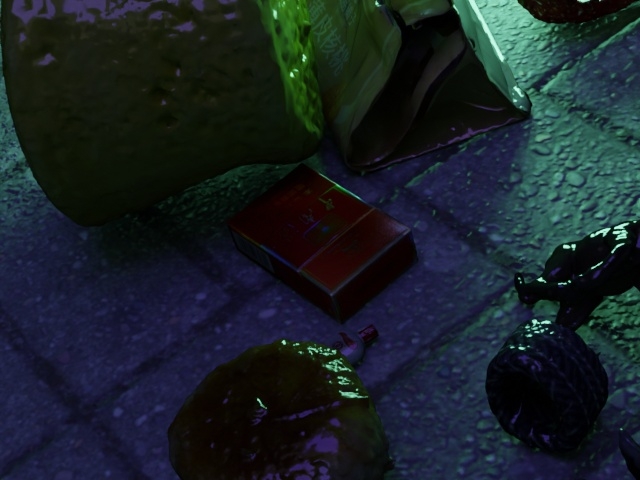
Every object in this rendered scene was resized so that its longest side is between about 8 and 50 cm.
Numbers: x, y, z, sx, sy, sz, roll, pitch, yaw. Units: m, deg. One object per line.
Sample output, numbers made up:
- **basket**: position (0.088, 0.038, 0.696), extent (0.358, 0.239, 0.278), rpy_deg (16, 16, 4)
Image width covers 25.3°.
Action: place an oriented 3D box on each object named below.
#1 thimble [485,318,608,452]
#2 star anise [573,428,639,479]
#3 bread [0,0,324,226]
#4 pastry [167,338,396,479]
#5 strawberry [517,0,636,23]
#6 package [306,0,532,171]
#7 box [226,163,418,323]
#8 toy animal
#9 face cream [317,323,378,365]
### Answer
- **thimble**: position (0.190, 0.123, 1.201), extent (0.095, 0.104, 0.066), rpy_deg (24, 51, 24)
- **star anise**: position (0.289, 0.217, 1.099), extent (0.180, 0.061, 0.204), rpy_deg (25, 61, 28)
- **bread**: position (-0.163, -0.194, 1.492), extent (0.307, 0.348, 0.348), rpy_deg (-5, 44, 10)
- **pastry**: position (-0.039, 0.174, 1.242), extent (0.182, 0.093, 0.192), rpy_deg (-28, 45, -4)
- **strawberry**: position (0.302, -0.295, 1.612), extent (0.187, 0.082, 0.147), rpy_deg (5, 53, 16)
- **package**: position (0.079, -0.252, 1.586), extent (0.221, 0.165, 0.311), rpy_deg (-18, 42, 2)
- **box**: position (0.000, -0.001, 1.440), extent (0.112, 0.048, 0.175), rpy_deg (-39, 46, -21)
- **toy animal**: position (0.257, 0.032, 1.254), extent (0.232, 0.084, 0.148), rpy_deg (-32, 12, 42)
- **face cream**: position (0.017, 0.106, 1.345), extent (0.083, 0.021, 0.040), rpy_deg (-31, 46, -13)
